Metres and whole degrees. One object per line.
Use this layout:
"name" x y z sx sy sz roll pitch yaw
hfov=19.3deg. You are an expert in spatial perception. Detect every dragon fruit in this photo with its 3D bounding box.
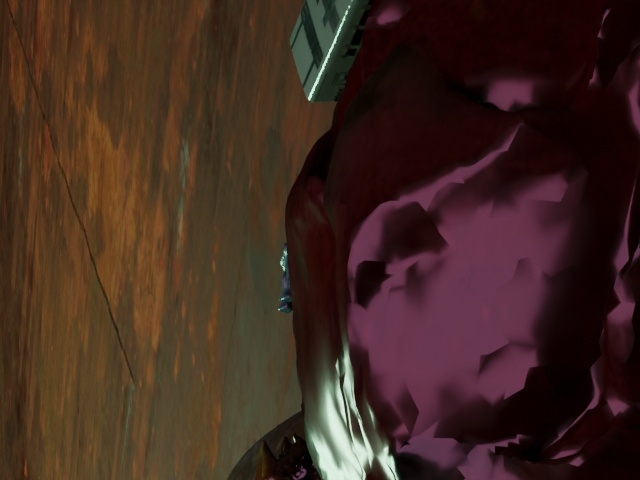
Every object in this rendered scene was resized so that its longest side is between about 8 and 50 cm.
"dragon fruit" 0.113 0.000 0.474 0.244 0.244 0.299 134 143 -66

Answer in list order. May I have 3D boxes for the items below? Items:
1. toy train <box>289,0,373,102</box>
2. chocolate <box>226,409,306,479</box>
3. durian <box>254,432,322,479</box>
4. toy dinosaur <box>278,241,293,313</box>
"toy train" 0.039 -0.155 0.955 0.234 0.051 0.052 117 142 -56
"chocolate" 0.002 0.154 0.992 0.261 0.083 0.161 -47 51 52
"durian" 0.087 0.128 0.618 0.252 0.144 0.139 36 158 28
"toy dinosaur" 0.000 0.000 1.101 0.197 0.045 0.080 130 145 -69
